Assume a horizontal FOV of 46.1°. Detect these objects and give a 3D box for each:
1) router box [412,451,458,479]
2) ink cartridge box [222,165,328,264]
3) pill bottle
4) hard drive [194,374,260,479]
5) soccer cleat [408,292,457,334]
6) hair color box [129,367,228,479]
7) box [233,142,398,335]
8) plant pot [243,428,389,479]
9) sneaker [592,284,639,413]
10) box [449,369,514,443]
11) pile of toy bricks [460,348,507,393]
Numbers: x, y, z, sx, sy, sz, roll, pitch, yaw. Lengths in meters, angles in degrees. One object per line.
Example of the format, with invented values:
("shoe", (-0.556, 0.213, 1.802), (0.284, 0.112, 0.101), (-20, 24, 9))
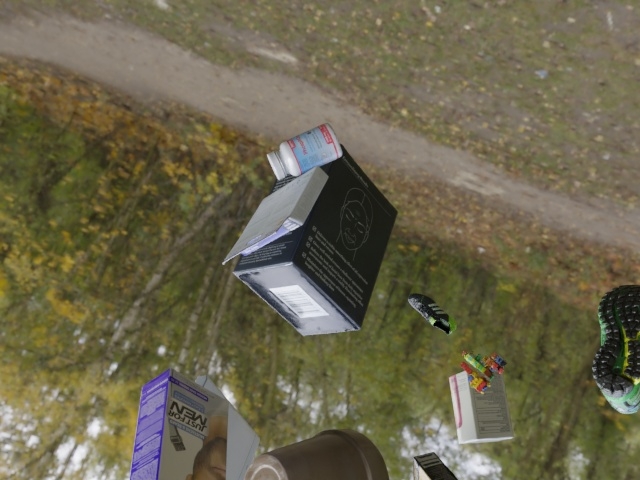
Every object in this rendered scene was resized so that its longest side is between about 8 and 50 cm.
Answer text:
("router box", (0.373, 0.851, 2.311), (0.081, 0.309, 0.243), (-9, -162, -17))
("ink cartridge box", (-0.099, -0.045, 1.674), (0.045, 0.224, 0.223), (44, 140, -17))
("pill bottle", (-0.037, -0.202, 1.734), (0.087, 0.160, 0.087), (155, 90, -85))
("hard drive", (-0.317, 0.612, 2.309), (0.047, 0.233, 0.353), (-6, 133, 30))
("soccer cleat", (0.350, 0.229, 2.366), (0.179, 0.060, 0.072), (35, -150, 9))
("hair color box", (-0.297, 0.462, 1.598), (0.185, 0.110, 0.339), (39, -150, -33))
("box", (0.000, 0.000, 1.963), (0.212, 0.395, 0.293), (-11, 135, 40))
("plant pot", (-0.031, 0.639, 1.902), (0.280, 0.323, 0.323), (14, -178, -41))
("sneaker", (0.709, 0.242, 1.743), (0.134, 0.343, 0.146), (4, 138, 35))
("box", (0.541, 0.561, 2.542), (0.148, 0.232, 0.127), (3, 159, -21))
("pile of toy bricks", (0.434, 0.342, 2.073), (0.105, 0.118, 0.212), (40, -173, 9))
